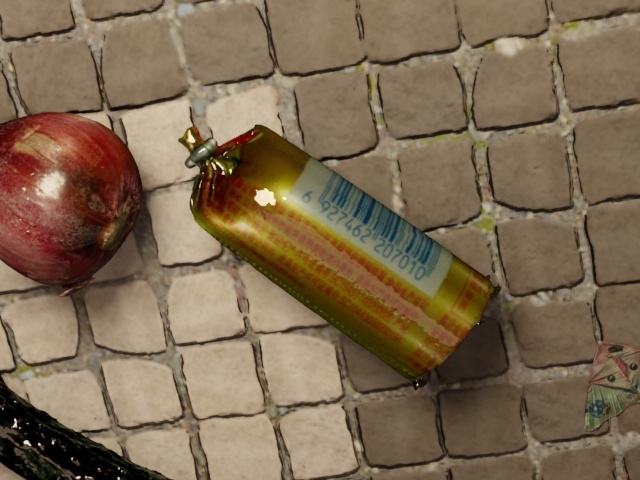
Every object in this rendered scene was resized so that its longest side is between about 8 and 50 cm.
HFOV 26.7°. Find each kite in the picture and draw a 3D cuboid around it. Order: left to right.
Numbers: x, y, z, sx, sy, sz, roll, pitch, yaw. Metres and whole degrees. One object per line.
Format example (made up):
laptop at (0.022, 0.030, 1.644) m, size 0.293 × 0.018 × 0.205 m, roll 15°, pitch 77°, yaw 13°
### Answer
kite at (0.316, 0.153, 1.313) m, size 0.137 × 0.005 × 0.152 m, roll -36°, pitch 104°, yaw 18°

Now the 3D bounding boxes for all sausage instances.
sausage at (-0.001, 0.002, 1.233) m, size 0.317 × 0.117 × 0.125 m, roll 34°, pitch 96°, yaw -5°

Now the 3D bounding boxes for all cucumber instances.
cucumber at (-0.231, 0.240, 1.373) m, size 0.303 × 0.072 × 0.081 m, roll 34°, pitch 111°, yaw -7°

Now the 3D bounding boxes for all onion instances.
onion at (-0.260, -0.052, 1.227) m, size 0.195 × 0.159 × 0.159 m, roll 31°, pitch 112°, yaw 12°
